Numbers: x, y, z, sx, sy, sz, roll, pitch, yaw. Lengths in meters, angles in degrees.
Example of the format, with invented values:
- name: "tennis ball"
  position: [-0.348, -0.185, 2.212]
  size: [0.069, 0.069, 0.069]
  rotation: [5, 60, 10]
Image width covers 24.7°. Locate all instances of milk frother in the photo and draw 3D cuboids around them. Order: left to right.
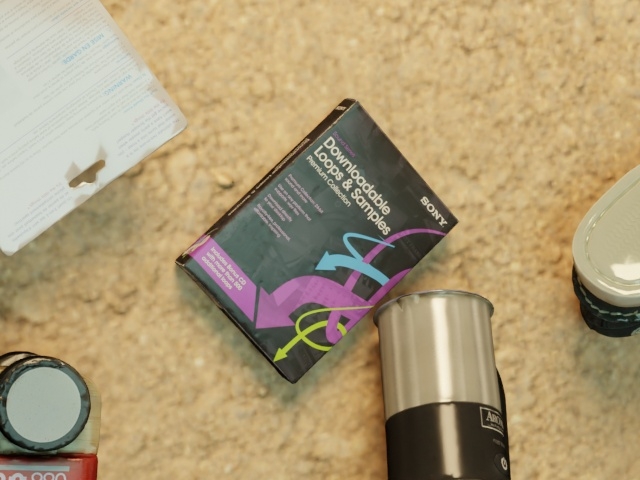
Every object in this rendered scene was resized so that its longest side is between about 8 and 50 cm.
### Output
- name: "milk frother"
  position: [0.056, 0.123, 0.986]
  size: [0.143, 0.129, 0.134]
  rotation: [-8, 63, 11]

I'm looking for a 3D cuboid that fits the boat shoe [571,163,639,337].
- name: "boat shoe"
  position: [0.297, -0.044, 1.043]
  size: [0.302, 0.091, 0.114]
  rotation: [-32, 62, -10]

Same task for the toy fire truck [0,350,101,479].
- name: "toy fire truck"
  position: [-0.252, 0.188, 0.876]
  size: [0.217, 0.158, 0.246]
  rotation: [4, 86, -19]

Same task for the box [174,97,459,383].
- name: "box"
  position: [0.000, 0.000, 0.980]
  size: [0.162, 0.029, 0.116]
  rotation: [-45, 108, -9]

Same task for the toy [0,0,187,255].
- name: "toy"
  position: [-0.206, -0.126, 0.881]
  size: [0.137, 0.056, 0.237]
  rotation: [-37, 102, -6]
